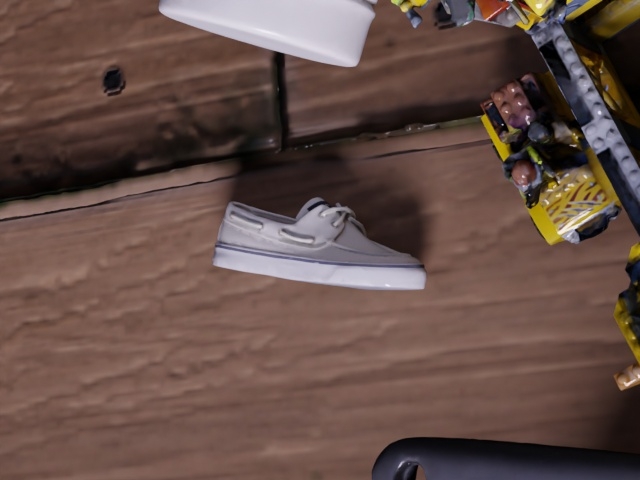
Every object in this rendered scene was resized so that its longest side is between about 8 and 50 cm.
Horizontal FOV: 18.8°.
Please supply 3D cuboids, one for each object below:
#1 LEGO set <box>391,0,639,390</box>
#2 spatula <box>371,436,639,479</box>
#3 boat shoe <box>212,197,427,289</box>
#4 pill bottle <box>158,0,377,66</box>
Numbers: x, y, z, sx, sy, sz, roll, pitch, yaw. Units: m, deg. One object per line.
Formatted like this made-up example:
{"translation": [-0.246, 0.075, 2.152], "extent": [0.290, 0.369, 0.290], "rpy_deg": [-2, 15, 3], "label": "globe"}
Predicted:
{"translation": [0.168, -0.098, 0.620], "extent": [0.331, 0.192, 0.255], "rpy_deg": [-26, 72, 24], "label": "LEGO set"}
{"translation": [0.151, 0.084, 0.609], "extent": [0.296, 0.030, 0.084], "rpy_deg": [2, 88, 24], "label": "spatula"}
{"translation": [0.000, 0.000, 0.794], "extent": [0.100, 0.035, 0.035], "rpy_deg": [8, 90, 36], "label": "boat shoe"}
{"translation": [0.004, -0.182, 0.766], "extent": [0.117, 0.117, 0.215], "rpy_deg": [17, 92, 30], "label": "pill bottle"}
